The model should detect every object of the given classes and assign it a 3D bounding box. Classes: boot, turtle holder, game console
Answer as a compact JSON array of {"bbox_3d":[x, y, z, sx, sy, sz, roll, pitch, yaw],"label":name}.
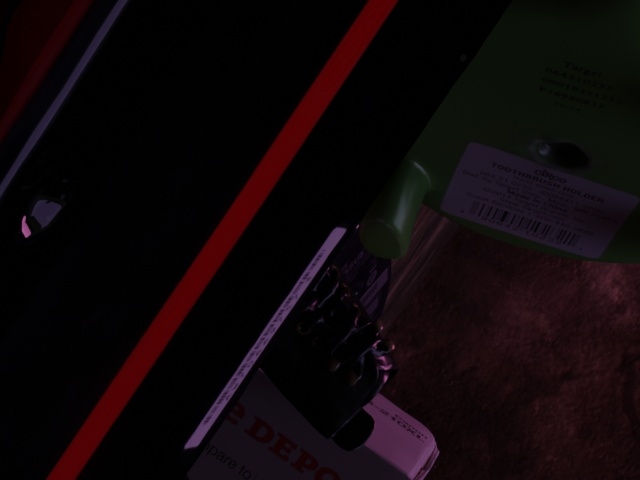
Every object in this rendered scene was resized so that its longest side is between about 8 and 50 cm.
[{"bbox_3d":[-0.009,0.005,0.770,0.077,0.137,0.198,-42,168,-19],"label":"boot"},{"bbox_3d":[0.122,-0.125,0.849,0.320,0.243,0.227,51,51,-52],"label":"turtle holder"},{"bbox_3d":[-0.077,0.018,0.560,0.386,0.060,0.342,-55,167,8],"label":"game console"}]

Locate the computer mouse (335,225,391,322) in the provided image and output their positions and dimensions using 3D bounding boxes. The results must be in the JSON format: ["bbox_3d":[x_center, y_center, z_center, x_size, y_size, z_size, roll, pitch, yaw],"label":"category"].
[{"bbox_3d":[0.000,0.000,1.207,0.188,0.072,0.272,-47,158,-37],"label":"computer mouse"}]

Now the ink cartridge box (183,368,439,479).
[{"bbox_3d":[-0.078,0.154,0.913,0.237,0.172,0.100,-56,174,8],"label":"ink cartridge box"}]
